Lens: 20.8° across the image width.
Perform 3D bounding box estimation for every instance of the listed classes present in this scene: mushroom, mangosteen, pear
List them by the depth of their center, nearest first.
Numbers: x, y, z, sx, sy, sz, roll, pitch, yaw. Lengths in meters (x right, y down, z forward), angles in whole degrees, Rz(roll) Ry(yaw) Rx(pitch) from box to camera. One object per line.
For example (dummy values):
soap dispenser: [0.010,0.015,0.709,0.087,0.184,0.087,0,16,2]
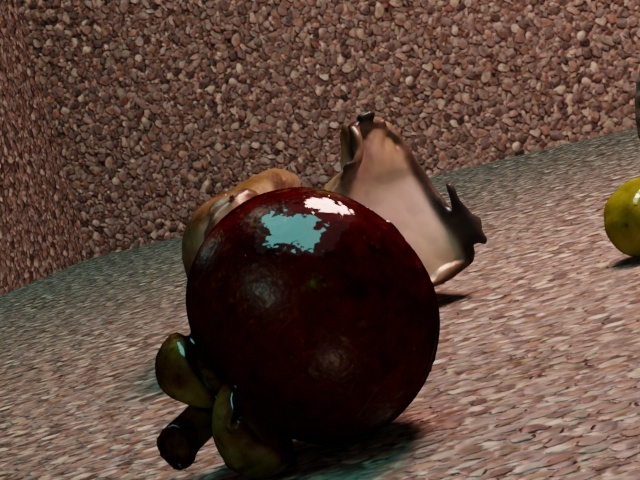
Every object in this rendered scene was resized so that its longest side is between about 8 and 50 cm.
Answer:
mangosteen: [-0.027,0.084,1.376,0.257,0.215,0.215,-50,17,-16]
pear: [0.353,-0.020,1.919,0.092,0.092,0.097,-15,-37,-2]
mushroom: [-0.038,0.023,2.096,0.313,0.224,0.397,-32,4,-20]

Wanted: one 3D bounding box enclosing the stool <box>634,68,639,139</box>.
stool: [0.515,-0.160,1.885,0.297,0.297,0.330,-16,0,-12]
